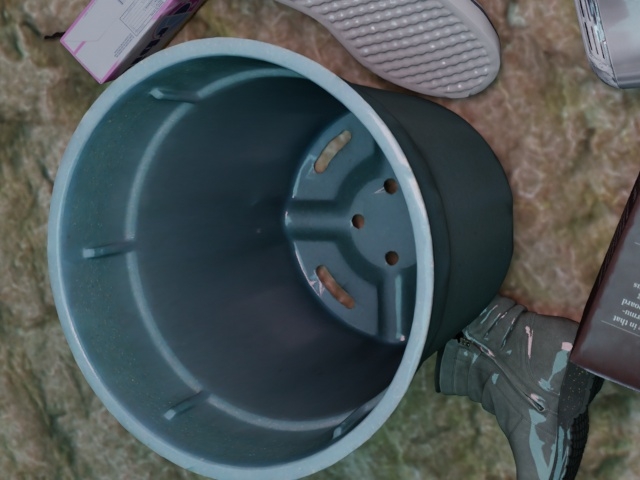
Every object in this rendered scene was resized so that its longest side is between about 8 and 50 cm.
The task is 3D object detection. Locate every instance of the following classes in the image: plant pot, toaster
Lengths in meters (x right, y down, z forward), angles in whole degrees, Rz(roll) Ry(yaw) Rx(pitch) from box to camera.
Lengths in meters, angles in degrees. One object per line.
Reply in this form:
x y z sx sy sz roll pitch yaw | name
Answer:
0.000 0.000 1.061 0.341 0.334 0.341 4 98 26 | plant pot
0.294 -0.233 1.035 0.146 0.129 0.227 -10 103 23 | toaster

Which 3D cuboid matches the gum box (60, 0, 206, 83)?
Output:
-0.157 -0.246 1.189 0.062 0.107 0.188 47 113 1 | gum box

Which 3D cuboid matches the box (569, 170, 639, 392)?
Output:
0.339 0.026 1.068 0.167 0.168 0.203 21 111 11 | box

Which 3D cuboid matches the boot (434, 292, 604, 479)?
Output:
0.188 0.170 1.220 0.161 0.083 0.247 19 108 23 | boot

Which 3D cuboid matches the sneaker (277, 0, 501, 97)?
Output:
0.035 -0.257 1.116 0.321 0.128 0.126 29 137 -16 | sneaker
